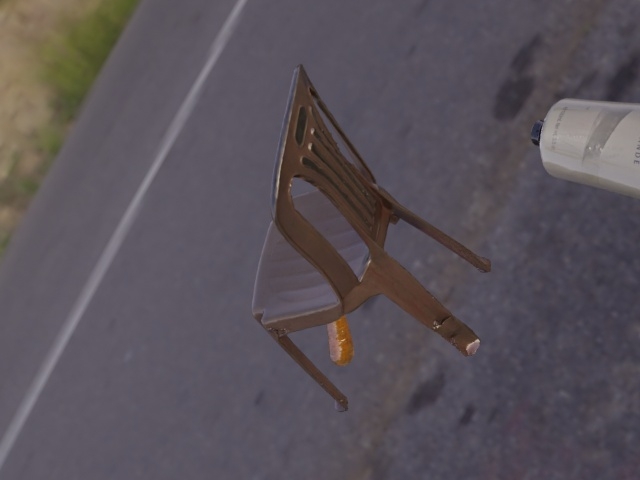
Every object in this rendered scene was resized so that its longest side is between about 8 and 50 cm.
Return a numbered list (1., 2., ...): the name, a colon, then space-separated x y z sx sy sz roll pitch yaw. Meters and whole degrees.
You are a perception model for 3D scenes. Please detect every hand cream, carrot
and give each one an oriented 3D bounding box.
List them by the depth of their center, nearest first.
1. hand cream: 0.223 -0.059 1.037 0.186 0.054 0.087 12 82 37
2. carrot: 0.021 0.110 1.898 0.032 0.032 0.093 -105 4 -65

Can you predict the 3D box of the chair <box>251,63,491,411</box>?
1. chair: 0.000 0.000 1.486 0.183 0.326 0.175 -19 44 34
